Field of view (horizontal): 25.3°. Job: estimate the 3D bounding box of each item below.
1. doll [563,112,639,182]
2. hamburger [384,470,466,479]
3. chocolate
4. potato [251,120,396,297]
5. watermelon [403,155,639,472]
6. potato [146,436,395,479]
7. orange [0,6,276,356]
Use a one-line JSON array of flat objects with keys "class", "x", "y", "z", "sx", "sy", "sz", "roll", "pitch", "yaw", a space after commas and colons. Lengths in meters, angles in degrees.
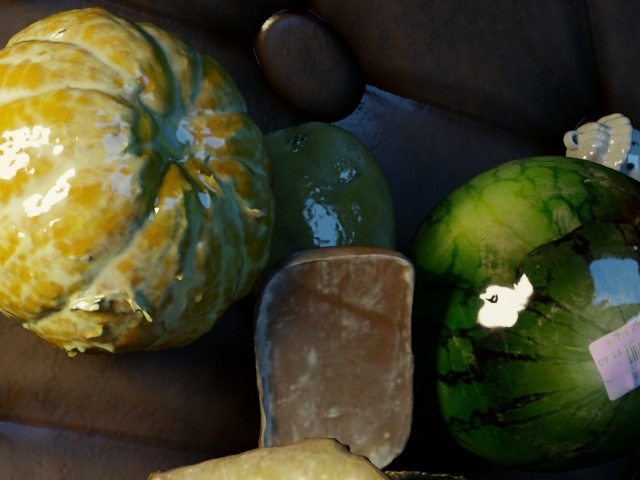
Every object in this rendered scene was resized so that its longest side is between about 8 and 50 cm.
[{"class": "doll", "x": 0.437, "y": -0.077, "z": 1.893, "sx": 0.293, "sy": 0.119, "sz": 0.138, "roll": 27, "pitch": 76, "yaw": -24}, {"class": "hamburger", "x": 0.010, "y": 0.341, "z": 1.289, "sx": 0.318, "sy": 0.195, "sz": 0.277, "roll": 7, "pitch": 65, "yaw": -32}, {"class": "chocolate", "x": 0.007, "y": 0.113, "z": 1.402, "sx": 0.157, "sy": 0.254, "sz": 0.080, "roll": -6, "pitch": 27, "yaw": -10}, {"class": "potato", "x": 0.000, "y": 0.000, "z": 1.494, "sx": 0.174, "sy": 0.159, "sz": 0.251, "roll": -14, "pitch": 87, "yaw": -6}, {"class": "watermelon", "x": 0.239, "y": 0.077, "z": 1.509, "sx": 0.363, "sy": 0.363, "sz": 0.363, "roll": 18, "pitch": 57, "yaw": -29}, {"class": "potato", "x": -0.031, "y": 0.388, "z": 1.008, "sx": 0.319, "sy": 0.442, "sz": 0.385, "roll": 51, "pitch": 18, "yaw": -43}, {"class": "orange", "x": -0.188, "y": -0.056, "z": 1.317, "sx": 0.329, "sy": 0.249, "sz": 0.329, "roll": 16, "pitch": 65, "yaw": -36}]
